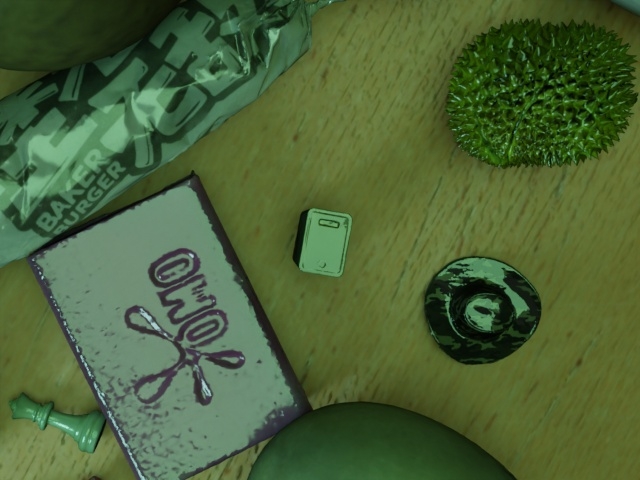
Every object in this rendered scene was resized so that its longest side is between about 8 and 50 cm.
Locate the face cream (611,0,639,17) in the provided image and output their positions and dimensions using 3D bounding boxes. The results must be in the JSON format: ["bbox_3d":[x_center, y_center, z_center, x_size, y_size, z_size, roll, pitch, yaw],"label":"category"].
[{"bbox_3d":[0.377,-0.345,1.285,0.357,0.219,0.312,21,88,-11],"label":"face cream"}]

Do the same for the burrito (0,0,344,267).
[{"bbox_3d":[-0.175,-0.127,1.276,0.445,0.101,0.139,-34,75,-8],"label":"burrito"}]

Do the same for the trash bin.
[{"bbox_3d":[0.000,0.000,1.319,0.043,0.092,0.061,10,92,-7],"label":"trash bin"}]

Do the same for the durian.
[{"bbox_3d":[0.214,-0.141,1.304,0.198,0.159,0.146,-14,100,-6],"label":"durian"}]

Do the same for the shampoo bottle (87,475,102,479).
[{"bbox_3d":[-0.286,0.313,1.319,0.221,0.051,0.108,-42,96,-4],"label":"shampoo bottle"}]

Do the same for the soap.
[{"bbox_3d":[-0.142,0.085,1.311,0.181,0.081,0.259,-25,95,-5],"label":"soap"}]

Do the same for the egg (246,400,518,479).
[{"bbox_3d":[0.080,0.302,1.262,0.258,0.258,0.352,-41,102,-4],"label":"egg"}]

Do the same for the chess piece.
[{"bbox_3d":[-0.254,0.170,1.324,0.093,0.042,0.042,21,90,-2],"label":"chess piece"}]

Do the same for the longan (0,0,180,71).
[{"bbox_3d":[-0.238,-0.294,1.177,0.319,0.319,0.319,0,93,-7],"label":"longan"}]

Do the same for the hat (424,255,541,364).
[{"bbox_3d":[0.164,0.070,1.363,0.121,0.050,0.121,0,92,-10],"label":"hat"}]
